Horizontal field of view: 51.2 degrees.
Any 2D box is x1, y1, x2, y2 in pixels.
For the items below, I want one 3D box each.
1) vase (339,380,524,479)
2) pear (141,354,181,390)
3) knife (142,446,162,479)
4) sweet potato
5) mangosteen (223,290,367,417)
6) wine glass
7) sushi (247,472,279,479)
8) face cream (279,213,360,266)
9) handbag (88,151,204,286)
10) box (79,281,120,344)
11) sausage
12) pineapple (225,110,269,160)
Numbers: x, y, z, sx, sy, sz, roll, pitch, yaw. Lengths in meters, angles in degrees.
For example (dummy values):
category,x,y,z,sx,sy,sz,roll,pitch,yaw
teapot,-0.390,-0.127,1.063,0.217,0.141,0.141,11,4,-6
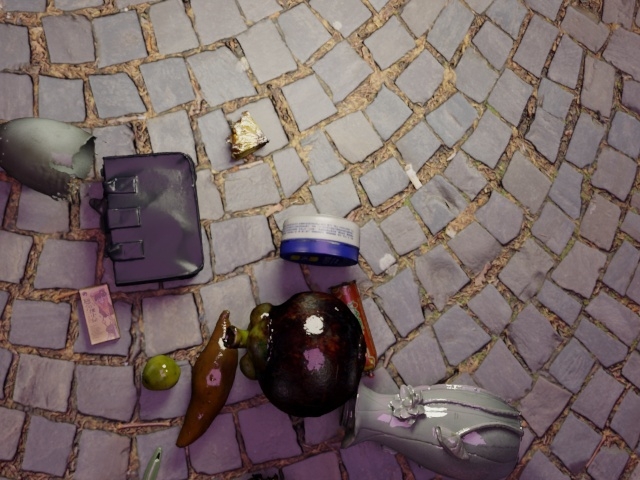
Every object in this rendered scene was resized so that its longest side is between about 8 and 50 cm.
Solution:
category,x,y,z,sx,sy,sz,roll,pitch,yaw
vase,0.268,0.478,1.711,0.445,0.250,0.250,12,82,-5
pear,-0.401,0.337,1.675,0.097,0.092,0.092,-42,92,-12
knife,-0.444,0.660,1.664,0.043,0.020,0.293,21,81,-9
sweet potato,-0.273,0.351,1.686,0.112,0.112,0.359,14,78,-8
mangosteen,-0.041,0.275,1.640,0.330,0.330,0.330,1,83,-10
wine glass,-0.728,-0.228,1.630,0.357,0.190,0.190,21,80,-8
sushi,-0.143,0.681,1.621,0.213,0.204,0.200,-34,86,-17
face cream,0.000,0.000,1.723,0.206,0.206,0.111,6,77,-9
handbag,-0.444,-0.052,1.697,0.269,0.118,0.326,-5,84,-17
box,-0.560,0.185,1.696,0.073,0.020,0.149,-14,86,-11
sausage,0.098,0.238,1.780,0.083,0.083,0.264,-17,87,-11
pineapple,-0.192,-0.280,1.790,0.116,0.069,0.137,12,80,-8
